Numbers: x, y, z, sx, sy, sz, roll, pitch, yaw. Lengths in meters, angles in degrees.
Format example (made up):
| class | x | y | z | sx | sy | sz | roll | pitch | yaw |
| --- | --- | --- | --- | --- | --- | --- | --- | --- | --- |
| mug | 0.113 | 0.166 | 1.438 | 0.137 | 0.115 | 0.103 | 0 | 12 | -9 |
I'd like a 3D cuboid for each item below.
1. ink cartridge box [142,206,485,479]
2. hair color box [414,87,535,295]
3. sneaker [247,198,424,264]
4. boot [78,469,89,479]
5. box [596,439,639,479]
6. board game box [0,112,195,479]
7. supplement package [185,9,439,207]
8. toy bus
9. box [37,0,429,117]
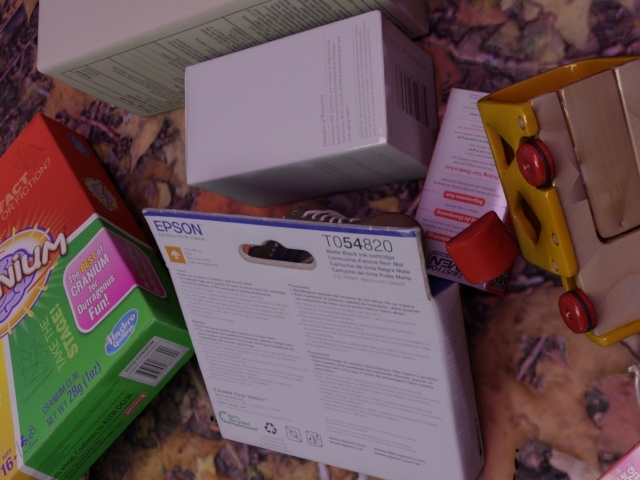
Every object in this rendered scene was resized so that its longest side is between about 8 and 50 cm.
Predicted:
| class | x | y | z | sx | sy | sz | roll | pitch | yaw |
| --- | --- | --- | --- | --- | --- | --- | --- | --- | --- |
| ink cartridge box | -0.002 | 0.069 | 0.603 | 0.223 | 0.045 | 0.224 | 6 | 124 | 31 |
| hair color box | 0.117 | -0.037 | 0.623 | 0.072 | 0.043 | 0.141 | 16 | 89 | 32 |
| sneaker | 0.000 | 0.000 | 0.656 | 0.192 | 0.064 | 0.086 | -30 | 50 | 42 |
| boot | -0.344 | 0.285 | 0.780 | 0.244 | 0.088 | 0.176 | -7 | 53 | 28 |
| box | 0.293 | 0.201 | 0.415 | 0.142 | 0.154 | 0.300 | -48 | 63 | 15 |
| board game box | -0.264 | 0.062 | 0.770 | 0.242 | 0.064 | 0.316 | -47 | 50 | 9 |
| supplement package | -0.008 | -0.097 | 0.671 | 0.179 | 0.105 | 0.105 | -9 | 77 | 28 |
| toy bus | 0.176 | -0.020 | 0.549 | 0.202 | 0.191 | 0.104 | -64 | 16 | 5 |
| box | -0.080 | -0.211 | 0.712 | 0.311 | 0.148 | 0.121 | -9 | 76 | 28 |
